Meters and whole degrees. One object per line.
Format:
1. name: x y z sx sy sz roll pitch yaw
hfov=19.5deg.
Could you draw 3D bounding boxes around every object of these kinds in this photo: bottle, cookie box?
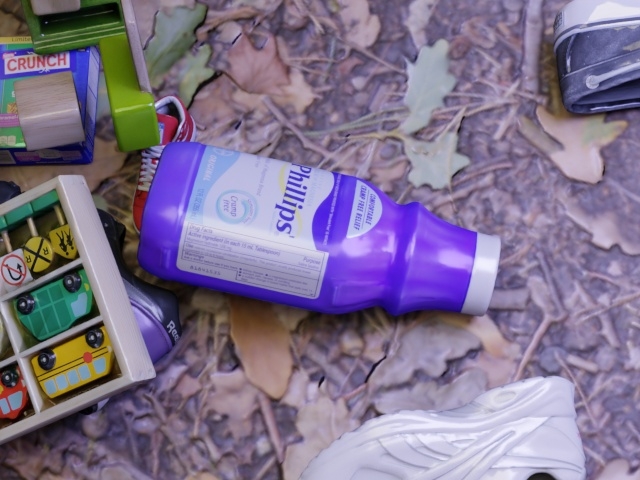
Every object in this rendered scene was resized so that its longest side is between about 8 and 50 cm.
1. bottle: 0.000 0.000 1.490 0.283 0.092 0.118 13 44 0
2. cookie box: -0.241 -0.121 1.602 0.092 0.040 0.107 -1 67 5

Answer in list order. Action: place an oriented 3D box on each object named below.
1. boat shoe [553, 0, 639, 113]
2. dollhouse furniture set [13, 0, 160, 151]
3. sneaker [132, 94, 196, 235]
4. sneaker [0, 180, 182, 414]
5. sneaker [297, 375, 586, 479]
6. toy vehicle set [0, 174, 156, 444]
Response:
1. boat shoe: 0.343 -0.153 1.523 0.301 0.108 0.102 -4 68 7
2. dollhouse furniture set: -0.294 -0.158 1.485 0.302 0.151 0.197 -11 46 -5
3. sneaker: -0.135 -0.064 1.555 0.042 0.067 0.118 10 70 10
4. sneaker: -0.230 0.009 1.533 0.124 0.107 0.283 -36 73 -24
5. sneaker: 0.097 0.183 1.426 0.232 0.090 0.115 -17 71 0
6. toy vehicle set: -0.267 0.076 1.446 0.267 0.035 0.166 -25 82 25
